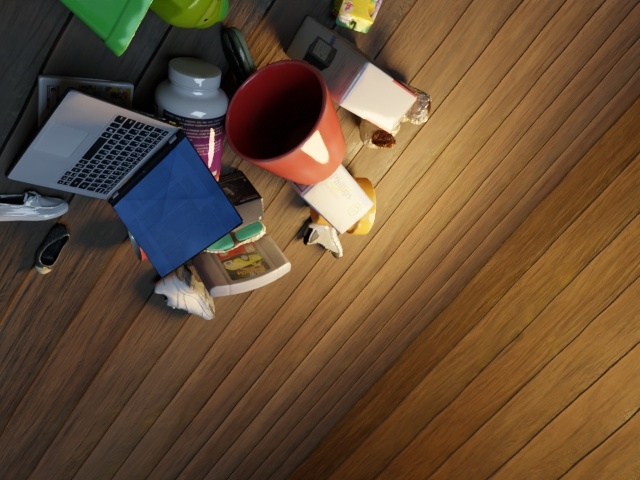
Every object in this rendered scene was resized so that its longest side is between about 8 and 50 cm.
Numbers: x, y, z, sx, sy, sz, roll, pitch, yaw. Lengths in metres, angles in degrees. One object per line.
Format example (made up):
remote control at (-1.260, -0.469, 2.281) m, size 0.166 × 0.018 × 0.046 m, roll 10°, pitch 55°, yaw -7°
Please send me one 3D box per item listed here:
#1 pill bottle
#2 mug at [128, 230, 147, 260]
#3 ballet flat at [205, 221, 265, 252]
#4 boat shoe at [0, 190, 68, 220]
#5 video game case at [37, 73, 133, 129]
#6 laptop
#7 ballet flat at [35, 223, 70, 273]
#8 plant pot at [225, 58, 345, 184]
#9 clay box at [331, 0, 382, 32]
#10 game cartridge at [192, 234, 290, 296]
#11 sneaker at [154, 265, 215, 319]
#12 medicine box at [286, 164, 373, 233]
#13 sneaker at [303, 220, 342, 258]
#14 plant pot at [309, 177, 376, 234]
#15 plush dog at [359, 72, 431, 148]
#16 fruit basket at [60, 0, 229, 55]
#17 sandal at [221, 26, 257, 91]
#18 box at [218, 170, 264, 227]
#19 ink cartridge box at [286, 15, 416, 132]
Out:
pill bottle at (-0.335, -0.288, 1.335) m, size 0.182 × 0.181 × 0.322 m, roll -10°, pitch 135°, yaw -32°
mug at (-0.466, -0.017, 1.547) m, size 0.169 × 0.150 × 0.113 m, roll -20°, pitch 100°, yaw -29°
ballet flat at (-0.298, -0.002, 1.745) m, size 0.241 × 0.091 × 0.077 m, roll -15°, pitch 162°, yaw -22°
boat shoe at (-0.739, -0.094, 1.313) m, size 0.184 × 0.066 × 0.063 m, roll -2°, pitch 131°, yaw -25°
video game case at (-0.575, -0.287, 1.272) m, size 0.206 × 0.026 × 0.227 m, roll -6°, pitch 131°, yaw -35°
laptop at (-0.474, -0.104, 1.252) m, size 0.382 × 0.236 × 0.408 m, roll -30°, pitch 151°, yaw 36°
ballet flat at (-0.742, 0.028, 1.437) m, size 0.057 × 0.049 × 0.173 m, roll 14°, pitch 119°, yaw -45°
plant pot at (-0.067, -0.275, 1.330) m, size 0.275 × 0.275 × 0.243 m, roll -43°, pitch 153°, yaw 6°
clay box at (0.117, -0.685, 1.399) m, size 0.128 × 0.053 × 0.222 m, roll -1°, pitch 130°, yaw -39°
game cartridge at (-0.261, 0.087, 1.767) m, size 0.294 × 0.196 × 0.060 m, roll -18°, pitch 139°, yaw -25°
sneaker at (-0.463, 0.193, 1.811) m, size 0.129 × 0.111 × 0.297 m, roll -23°, pitch 139°, yaw 5°
medicine box at (-0.013, -0.202, 1.593) m, size 0.149 × 0.289 × 0.263 m, roll -42°, pitch 142°, yaw 5°
sneaker at (0.000, 0.000, 1.994) m, size 0.132 × 0.086 × 0.228 m, roll -26°, pitch 131°, yaw -8°
plant pot at (0.068, -0.123, 1.838) m, size 0.188 × 0.205 × 0.205 m, roll 0°, pitch 130°, yaw -19°
plush dog at (0.202, -0.399, 1.658) m, size 0.211 × 0.262 × 0.225 m, roll 25°, pitch 104°, yaw -14°
fruit basket at (-0.316, -0.540, 1.040) m, size 0.392 × 0.283 × 0.392 m, roll -15°, pitch 126°, yaw -22°
sandal at (-0.171, -0.428, 1.386) m, size 0.086 × 0.120 × 0.302 m, roll -40°, pitch 144°, yaw -21°
box at (-0.275, -0.117, 1.578) m, size 0.156 × 0.158 × 0.093 m, roll -21°, pitch 139°, yaw -22°
ink cartridge box at (0.080, -0.448, 1.404) m, size 0.226 × 0.306 × 0.131 m, roll 14°, pitch 119°, yaw -45°
